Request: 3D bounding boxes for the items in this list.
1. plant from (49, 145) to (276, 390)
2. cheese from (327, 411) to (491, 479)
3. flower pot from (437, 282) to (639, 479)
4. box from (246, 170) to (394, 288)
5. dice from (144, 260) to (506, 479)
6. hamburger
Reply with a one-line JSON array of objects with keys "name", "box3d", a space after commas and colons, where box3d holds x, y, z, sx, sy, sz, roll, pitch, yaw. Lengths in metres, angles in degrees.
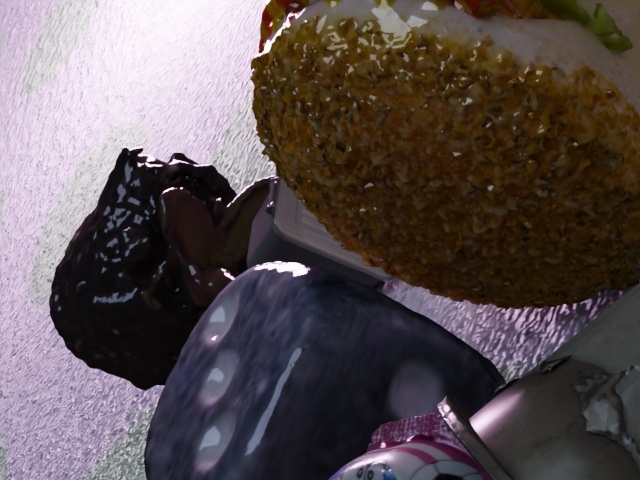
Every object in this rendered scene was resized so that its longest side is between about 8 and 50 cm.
[{"name": "plant", "box3d": [-0.128, 0.020, 1.335, 0.234, 0.178, 0.204, -43, 29, 40]}, {"name": "cheese", "box3d": [0.029, 0.196, 0.745, 0.155, 0.062, 0.244, -17, 48, 40]}, {"name": "flower pot", "box3d": [0.192, 0.084, 0.699, 0.202, 0.212, 0.212, -47, 27, 6]}, {"name": "box", "box3d": [0.000, 0.000, 1.209, 0.069, 0.122, 0.084, -50, 23, 43]}, {"name": "dice", "box3d": [0.003, 0.128, 0.987, 0.182, 0.181, 0.183, 7, 70, 62]}, {"name": "hamburger", "box3d": [0.088, -0.074, 0.944, 0.276, 0.294, 0.179, -4, 43, 45]}]
